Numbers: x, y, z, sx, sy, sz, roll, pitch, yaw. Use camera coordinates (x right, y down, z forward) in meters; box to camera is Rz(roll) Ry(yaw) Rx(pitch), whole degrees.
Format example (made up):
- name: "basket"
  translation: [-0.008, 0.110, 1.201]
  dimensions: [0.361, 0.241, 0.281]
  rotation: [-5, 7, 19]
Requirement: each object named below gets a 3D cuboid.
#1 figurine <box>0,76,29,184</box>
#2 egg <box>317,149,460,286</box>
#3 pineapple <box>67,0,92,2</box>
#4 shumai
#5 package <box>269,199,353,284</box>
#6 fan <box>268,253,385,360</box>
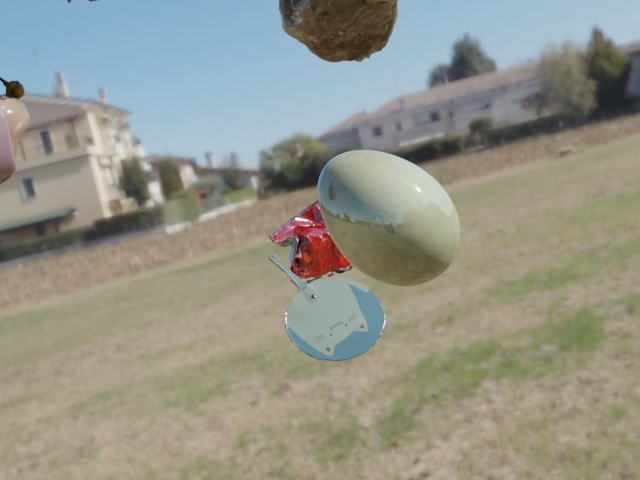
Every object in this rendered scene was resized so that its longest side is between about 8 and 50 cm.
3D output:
- name: "figurine"
  translation: [-0.559, -0.215, 1.588]
  dimensions: [0.186, 0.288, 0.176]
  rotation: [-24, 19, -22]
- name: "egg"
  translation: [0.105, -0.039, 1.567]
  dimensions: [0.188, 0.253, 0.188]
  rotation: [-45, -6, -7]
- name: "pineapple"
  translation: [-0.371, -0.592, 1.702]
  dimensions: [0.352, 0.300, 0.352]
  rotation: [-9, 4, 1]
- name: "shumai"
  translation: [0.092, -0.478, 1.864]
  dimensions: [0.262, 0.267, 0.314]
  rotation: [-5, 23, 46]
- name: "package"
  translation: [0.000, 0.000, 2.426]
  dimensions: [0.269, 0.194, 0.071]
  rotation: [-24, 6, -33]
- name: "fan"
  translation: [-0.004, 0.069, 1.130]
  dimensions: [0.113, 0.175, 0.005]
  rotation: [-33, -33, -22]
